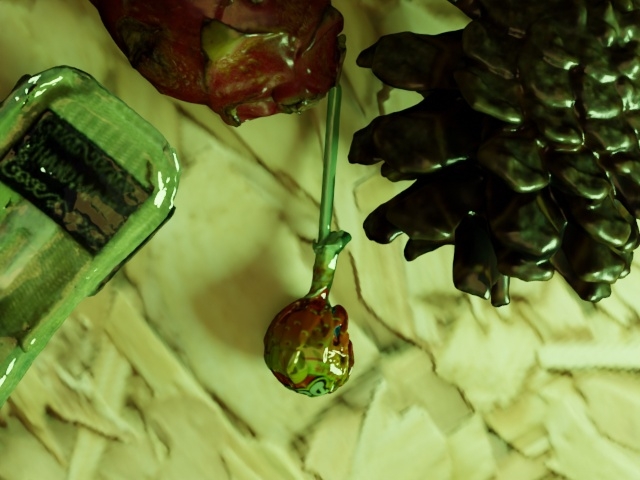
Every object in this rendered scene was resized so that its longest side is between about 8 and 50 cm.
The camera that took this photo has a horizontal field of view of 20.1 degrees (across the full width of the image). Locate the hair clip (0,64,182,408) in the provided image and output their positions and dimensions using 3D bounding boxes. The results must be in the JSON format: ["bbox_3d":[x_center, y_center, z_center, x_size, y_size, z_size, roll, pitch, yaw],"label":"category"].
[{"bbox_3d":[-0.222,0.043,1.088,0.138,0.091,0.321,40,83,-18],"label":"hair clip"}]

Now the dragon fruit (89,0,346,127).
[{"bbox_3d":[-0.101,-0.149,1.054,0.246,0.125,0.125,14,69,6],"label":"dragon fruit"}]

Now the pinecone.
[{"bbox_3d":[0.114,-0.065,1.068,0.202,0.229,0.201,16,136,3],"label":"pinecone"}]

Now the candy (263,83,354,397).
[{"bbox_3d":[0.000,0.000,1.145,0.060,0.060,0.201,5,95,-12],"label":"candy"}]
